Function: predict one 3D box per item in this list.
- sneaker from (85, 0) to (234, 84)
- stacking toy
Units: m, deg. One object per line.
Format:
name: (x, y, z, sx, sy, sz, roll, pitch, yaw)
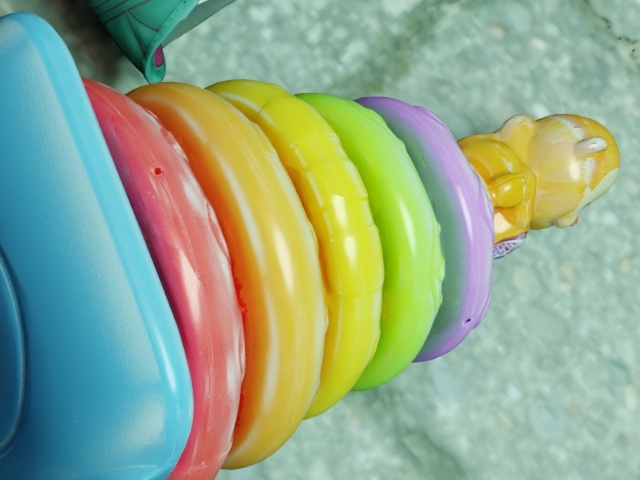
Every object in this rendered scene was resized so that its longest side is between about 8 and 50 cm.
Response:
sneaker: (-0.109, -0.143, 0.738, 0.296, 0.124, 0.178, -13, 71, -21)
stacking toy: (0.000, 0.000, 0.733, 0.302, 0.175, 0.165, -14, 75, -34)
